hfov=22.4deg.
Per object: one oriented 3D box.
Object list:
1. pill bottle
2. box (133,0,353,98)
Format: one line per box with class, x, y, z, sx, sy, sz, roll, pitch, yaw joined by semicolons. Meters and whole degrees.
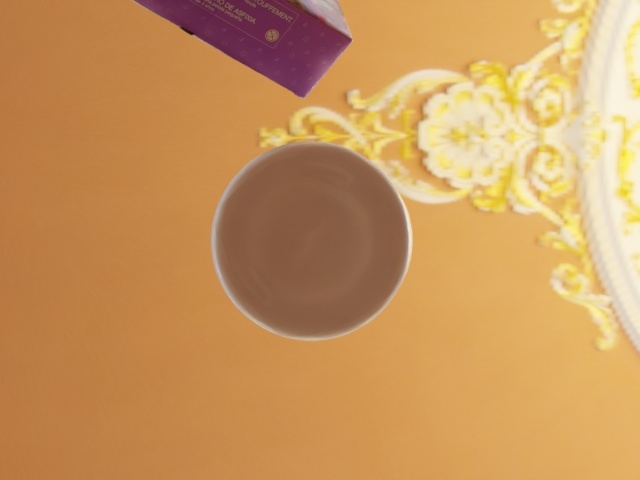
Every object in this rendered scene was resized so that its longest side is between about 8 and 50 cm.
pill bottle;0.000;0.000;0.972;0.112;0.186;0.112;0;-90;3
box;-0.096;-0.235;1.085;0.201;0.293;0.057;28;-63;-29
